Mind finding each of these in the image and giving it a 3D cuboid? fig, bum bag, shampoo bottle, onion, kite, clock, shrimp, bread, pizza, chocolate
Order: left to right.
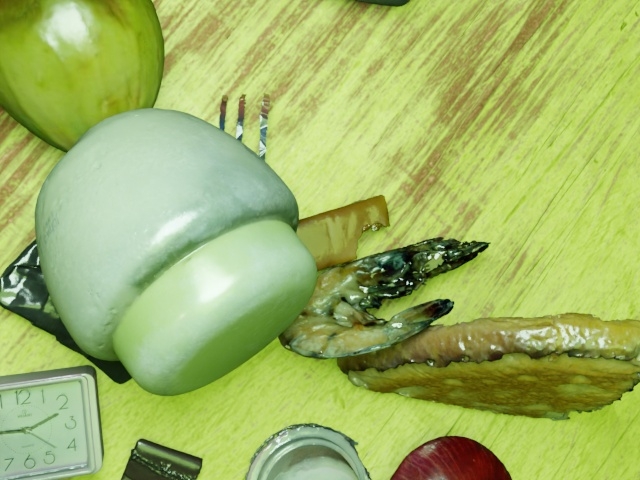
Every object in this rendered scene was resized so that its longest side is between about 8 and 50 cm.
[{"bbox_3d":[-0.410,0.263,1.044,0.197,0.063,0.150,-5,93,-15],"label":"clock"},{"bbox_3d":[-0.320,-0.231,0.966,0.240,0.239,0.270,-12,113,-14],"label":"fig"},{"bbox_3d":[-0.329,0.102,1.059,0.248,0.060,0.123,38,79,-15],"label":"bum bag"},{"bbox_3d":[-0.251,0.383,1.111,0.109,0.026,0.159,22,87,-16],"label":"bum bag"},{"bbox_3d":[-0.187,0.009,0.948,0.322,0.322,0.317,-38,72,-10],"label":"shampoo bottle"},{"bbox_3d":[-0.121,-0.097,1.104,0.141,0.015,0.245,4,86,12],"label":"kite"},{"bbox_3d":[-0.001,0.391,1.118,0.222,0.147,0.221,-1,93,-19],"label":"chocolate"},{"bbox_3d":[0.000,0.000,1.147,0.226,0.049,0.088,-16,95,-14],"label":"bread"},{"bbox_3d":[0.110,0.083,1.094,0.365,0.233,0.071,-19,117,-14],"label":"shrimp"},{"bbox_3d":[0.206,0.434,1.178,0.248,0.161,0.247,0,78,1],"label":"onion"},{"bbox_3d":[0.290,0.177,1.074,0.435,0.392,0.080,12,66,-19],"label":"pizza"}]

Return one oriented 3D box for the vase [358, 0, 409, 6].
[{"bbox_3d":[-0.024,-0.431,1.072,0.322,0.173,0.173,0,93,-8],"label":"vase"}]
